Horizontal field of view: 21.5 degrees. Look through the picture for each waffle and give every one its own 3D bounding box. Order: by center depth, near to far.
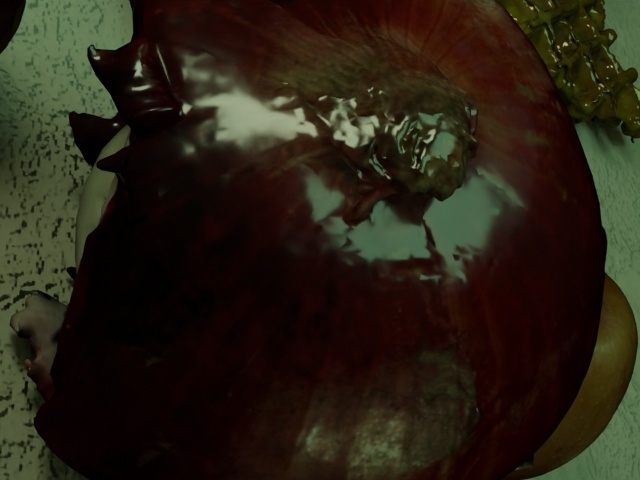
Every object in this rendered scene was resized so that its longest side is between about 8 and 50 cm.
[{"bbox_3d":[0.221,-0.239,1.591,0.259,0.069,0.293,24,50,-38],"label":"waffle"}]

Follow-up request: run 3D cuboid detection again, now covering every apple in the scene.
[{"bbox_3d":[0.118,0.061,1.135,0.201,0.162,0.201,32,44,-37],"label":"apple"}]

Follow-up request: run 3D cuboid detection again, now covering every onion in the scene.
[{"bbox_3d":[-0.003,0.007,0.889,0.341,0.341,0.341,32,42,-35],"label":"onion"}]

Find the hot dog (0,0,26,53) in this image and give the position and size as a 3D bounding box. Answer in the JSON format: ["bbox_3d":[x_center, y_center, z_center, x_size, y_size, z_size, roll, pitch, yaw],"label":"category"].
[{"bbox_3d":[-0.255,-0.139,0.855,0.227,0.099,0.160,-4,68,-52],"label":"hot dog"}]
